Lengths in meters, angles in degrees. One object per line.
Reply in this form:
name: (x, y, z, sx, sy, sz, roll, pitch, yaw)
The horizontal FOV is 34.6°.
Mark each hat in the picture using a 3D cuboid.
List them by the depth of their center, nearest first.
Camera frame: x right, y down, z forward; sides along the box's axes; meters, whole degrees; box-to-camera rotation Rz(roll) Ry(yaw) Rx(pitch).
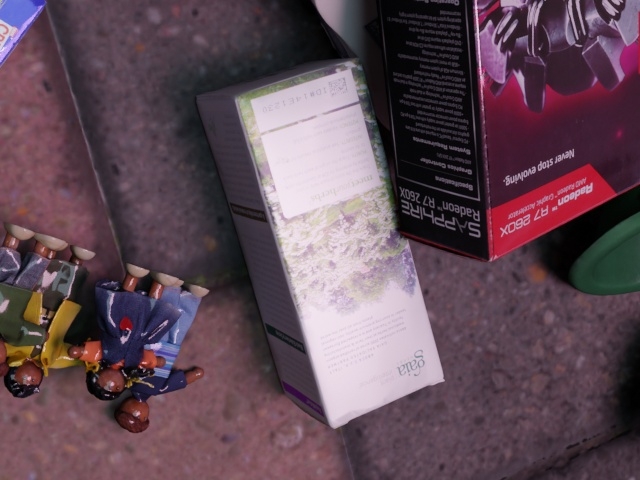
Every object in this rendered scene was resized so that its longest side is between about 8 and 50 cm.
hat: (0.273, -0.076, 0.854, 0.208, 0.173, 0.184, -12, 64, -12)

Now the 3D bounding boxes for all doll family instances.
doll family: (-0.152, 0.065, 0.674, 0.193, 0.076, 0.111, 20, 84, -27)

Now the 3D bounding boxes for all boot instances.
boot: (0.038, -0.157, 0.730, 0.069, 0.086, 0.190, -29, 140, 7)

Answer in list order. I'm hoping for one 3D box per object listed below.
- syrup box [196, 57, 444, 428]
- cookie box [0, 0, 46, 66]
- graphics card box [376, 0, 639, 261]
syrup box: (0.000, 0.000, 0.717, 0.093, 0.096, 0.237, -21, 104, -20)
cookie box: (-0.240, -0.142, 0.627, 0.107, 0.040, 0.092, 38, 81, -22)
graphics card box: (0.141, -0.196, 0.641, 0.232, 0.094, 0.371, -23, 117, -32)
